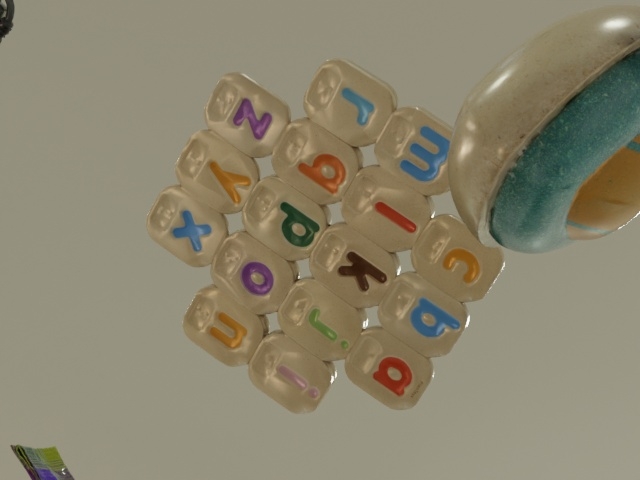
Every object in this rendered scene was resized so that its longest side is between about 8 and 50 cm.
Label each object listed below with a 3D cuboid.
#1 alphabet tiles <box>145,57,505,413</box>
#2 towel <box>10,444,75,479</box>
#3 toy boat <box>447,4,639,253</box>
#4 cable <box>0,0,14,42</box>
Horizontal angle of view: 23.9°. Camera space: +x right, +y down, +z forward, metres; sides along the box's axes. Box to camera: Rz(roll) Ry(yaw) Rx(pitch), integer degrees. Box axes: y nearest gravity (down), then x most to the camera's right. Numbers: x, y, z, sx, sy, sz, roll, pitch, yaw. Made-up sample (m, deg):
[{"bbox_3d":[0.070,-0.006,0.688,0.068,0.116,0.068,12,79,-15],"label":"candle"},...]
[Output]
[{"bbox_3d":[0.000,0.000,1.238,0.278,0.021,0.284,34,-68,10],"label":"alphabet tiles"},{"bbox_3d":[-0.177,0.174,1.047,0.009,0.060,0.083,-42,-112,7],"label":"towel"},{"bbox_3d":[0.220,-0.107,0.977,0.148,0.267,0.318,44,-57,18],"label":"toy boat"},{"bbox_3d":[-0.267,-0.142,0.911,0.184,0.150,0.047,-31,-31,13],"label":"cable"}]
